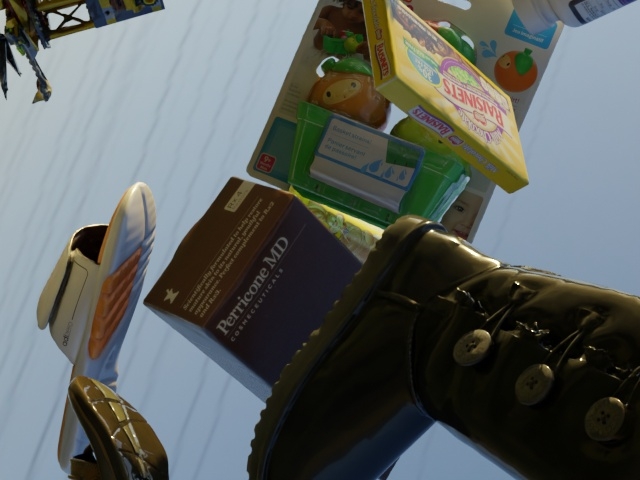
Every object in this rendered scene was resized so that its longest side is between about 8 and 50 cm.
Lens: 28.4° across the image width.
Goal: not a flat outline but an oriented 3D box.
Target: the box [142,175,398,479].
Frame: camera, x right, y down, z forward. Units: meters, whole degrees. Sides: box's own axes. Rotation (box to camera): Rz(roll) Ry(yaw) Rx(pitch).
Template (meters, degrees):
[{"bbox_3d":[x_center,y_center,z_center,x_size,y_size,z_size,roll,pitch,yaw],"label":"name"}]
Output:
[{"bbox_3d":[-0.012,0.113,1.541,0.143,0.381,0.191,17,-111,50],"label":"box"}]

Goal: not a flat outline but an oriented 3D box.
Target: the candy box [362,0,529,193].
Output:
[{"bbox_3d":[0.109,-0.126,1.087,0.027,0.206,0.105,-26,-128,30],"label":"candy box"}]

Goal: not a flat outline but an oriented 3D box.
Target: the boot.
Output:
[{"bbox_3d":[0.159,0.192,1.174,0.445,0.146,0.367,25,-93,45],"label":"boot"}]

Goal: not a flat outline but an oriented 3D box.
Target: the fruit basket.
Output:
[{"bbox_3d":[0.108,-0.191,1.678,0.353,0.327,0.165,-67,168,2],"label":"fruit basket"}]

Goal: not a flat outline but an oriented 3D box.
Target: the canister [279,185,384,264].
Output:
[{"bbox_3d":[0.000,0.000,1.839,0.126,0.170,0.073,-53,-159,23],"label":"canister"}]

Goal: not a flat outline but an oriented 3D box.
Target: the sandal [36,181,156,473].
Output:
[{"bbox_3d":[-0.208,0.073,1.076,0.102,0.076,0.265,-45,152,-75],"label":"sandal"}]

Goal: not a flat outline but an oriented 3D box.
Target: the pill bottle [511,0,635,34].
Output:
[{"bbox_3d":[0.337,-0.331,1.574,0.194,0.108,0.108,-23,-137,25],"label":"pill bottle"}]

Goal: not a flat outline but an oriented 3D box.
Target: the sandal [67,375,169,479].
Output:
[{"bbox_3d":[-0.143,0.183,0.912,0.060,0.090,0.219,-38,-127,6],"label":"sandal"}]

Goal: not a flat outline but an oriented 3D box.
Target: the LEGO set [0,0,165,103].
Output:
[{"bbox_3d":[-0.250,-0.287,0.951,0.255,0.192,0.331,78,-6,-62],"label":"LEGO set"}]
